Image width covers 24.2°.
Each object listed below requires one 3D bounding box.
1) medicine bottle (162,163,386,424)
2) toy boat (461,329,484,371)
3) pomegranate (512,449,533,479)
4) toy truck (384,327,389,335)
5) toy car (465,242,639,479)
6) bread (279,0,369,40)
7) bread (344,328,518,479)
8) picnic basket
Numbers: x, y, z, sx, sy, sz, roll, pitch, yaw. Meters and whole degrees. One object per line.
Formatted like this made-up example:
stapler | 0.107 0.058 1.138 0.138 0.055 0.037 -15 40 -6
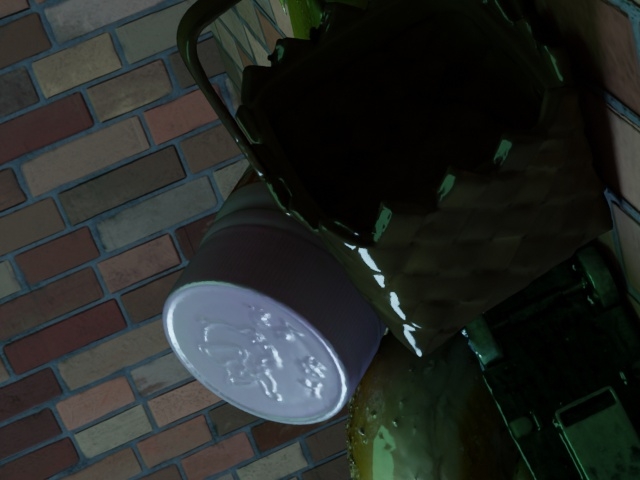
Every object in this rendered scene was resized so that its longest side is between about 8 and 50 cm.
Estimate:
medicine bottle | 0.000 0.000 1.469 0.202 0.316 0.202 17 140 15
toy boat | 0.186 0.064 1.382 0.237 0.098 0.109 63 -157 -10
pomegranate | 0.257 0.244 1.441 0.159 0.129 0.129 48 -177 -33
toy truck | 0.137 0.179 2.014 0.162 0.136 0.305 34 146 59
toy car | 0.225 0.139 1.283 0.305 0.136 0.125 64 -176 15
bread | 0.051 -0.160 1.646 0.166 0.112 0.383 55 166 47
bread | 0.136 0.197 1.519 0.159 0.305 0.305 4 125 41
picnic basket | 0.059 -0.112 1.181 0.321 0.254 0.291 59 179 -37
